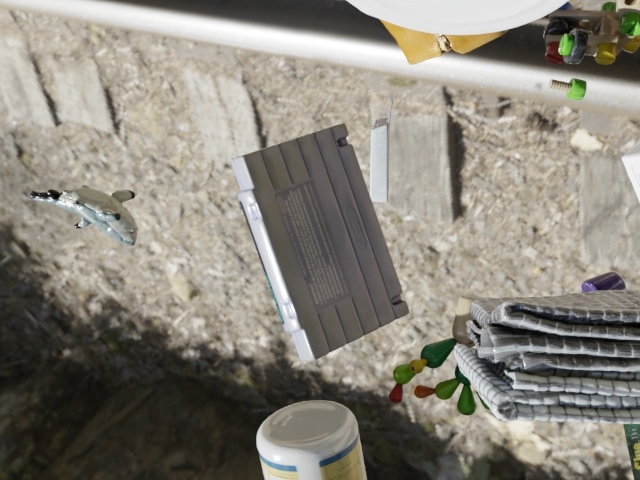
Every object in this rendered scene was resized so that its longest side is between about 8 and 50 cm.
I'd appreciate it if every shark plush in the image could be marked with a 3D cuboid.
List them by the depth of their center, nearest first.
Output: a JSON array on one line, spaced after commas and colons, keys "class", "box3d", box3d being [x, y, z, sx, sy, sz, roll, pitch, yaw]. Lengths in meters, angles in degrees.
[{"class": "shark plush", "box3d": [-0.343, -0.038, 1.273, 0.161, 0.073, 0.067, 10, 126, -10]}]

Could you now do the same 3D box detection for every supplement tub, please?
[{"class": "supplement tub", "box3d": [-0.005, 0.345, 1.248, 0.144, 0.144, 0.200, 4, 112, 38]}]

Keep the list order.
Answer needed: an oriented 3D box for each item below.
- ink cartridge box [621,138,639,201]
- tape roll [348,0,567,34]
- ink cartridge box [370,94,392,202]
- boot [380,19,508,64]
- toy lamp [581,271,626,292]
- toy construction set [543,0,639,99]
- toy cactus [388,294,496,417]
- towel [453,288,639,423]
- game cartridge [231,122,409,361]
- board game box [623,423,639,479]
[{"class": "ink cartridge box", "box3d": [0.568, -0.126, 1.196, 0.237, 0.172, 0.100, 0, 124, 55]}, {"class": "tape roll", "box3d": [0.129, -0.319, 0.848, 0.286, 0.100, 0.286, 9, 159, 4]}, {"class": "ink cartridge box", "box3d": [0.138, -0.213, 1.999, 0.045, 0.223, 0.224, 3, 102, 4]}, {"class": "boot", "box3d": [0.186, -0.351, 1.077, 0.295, 0.104, 0.211, -22, 114, 35]}, {"class": "toy lamp", "box3d": [0.488, 0.155, 1.757, 0.080, 0.274, 0.080, 54, 172, 11]}, {"class": "toy construction set", "box3d": [0.530, -0.411, 1.520, 0.237, 0.309, 0.257, 11, 129, -4]}, {"class": "toy cactus", "box3d": [0.214, 0.174, 1.299, 0.219, 0.112, 0.180, 3, 96, 7]}, {"class": "towel", "box3d": [0.307, 0.117, 0.998, 0.283, 0.235, 0.121, 1, 95, 0]}, {"class": "game cartridge", "box3d": [0.000, 0.000, 1.483, 0.068, 0.230, 0.355, -11, 99, 61]}, {"class": "board game box", "box3d": [0.458, 0.288, 1.216, 0.030, 0.260, 0.136, -22, 133, 28]}]
